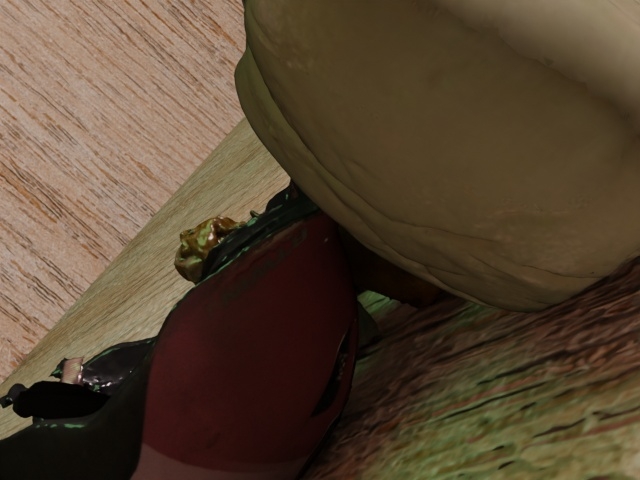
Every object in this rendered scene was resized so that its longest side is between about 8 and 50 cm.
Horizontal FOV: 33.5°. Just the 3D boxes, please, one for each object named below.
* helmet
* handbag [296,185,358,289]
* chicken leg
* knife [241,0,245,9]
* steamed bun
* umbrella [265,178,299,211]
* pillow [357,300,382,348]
[{"bbox_3d":[-0.066,0.094,0.630,0.253,0.154,0.198,-28,6,6],"label":"helmet"},{"bbox_3d":[0.048,-0.097,0.829,0.211,0.088,0.254,-30,60,44],"label":"handbag"},{"bbox_3d":[-0.001,-0.003,0.729,0.251,0.087,0.107,-10,48,33],"label":"chicken leg"},{"bbox_3d":[0.134,-0.178,0.752,0.398,0.132,0.038,-22,4,-13],"label":"knife"},{"bbox_3d":[0.097,-0.111,0.566,0.236,0.247,0.383,-52,2,43],"label":"steamed bun"},{"bbox_3d":[0.044,-0.076,0.981,0.090,0.094,0.326,-35,4,-39],"label":"umbrella"},{"bbox_3d":[-0.066,0.099,0.780,0.229,0.050,0.148,-40,40,2],"label":"pillow"}]
